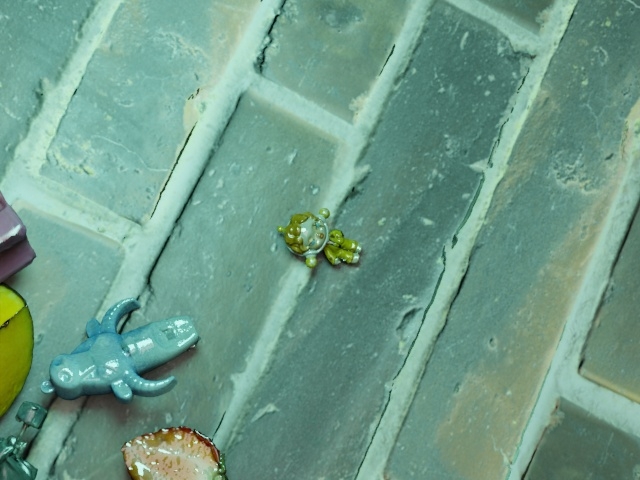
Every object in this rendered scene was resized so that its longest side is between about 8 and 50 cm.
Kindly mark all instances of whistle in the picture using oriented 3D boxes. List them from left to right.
[{"bbox_3d":[-0.326,0.191,1.870,0.269,0.093,0.180,-24,61,-16],"label":"whistle"}]

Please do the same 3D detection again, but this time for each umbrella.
[{"bbox_3d":[-0.505,0.415,1.761,0.094,0.143,0.349,28,77,-12],"label":"umbrella"}]

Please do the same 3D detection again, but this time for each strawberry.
[{"bbox_3d":[-0.237,0.376,1.863,0.187,0.082,0.147,24,71,0],"label":"strawberry"}]

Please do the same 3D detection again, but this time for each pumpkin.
[{"bbox_3d":[-0.587,0.216,1.811,0.169,0.148,0.312,19,55,32],"label":"pumpkin"}]

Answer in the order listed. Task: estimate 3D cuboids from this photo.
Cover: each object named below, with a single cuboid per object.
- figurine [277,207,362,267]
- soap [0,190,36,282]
[{"bbox_3d":[0.002,-0.004,1.989,0.143,0.068,0.101,-5,85,-25],"label":"figurine"},{"bbox_3d":[-0.656,0.017,1.784,0.359,0.128,0.233,-33,69,-15],"label":"soap"}]
